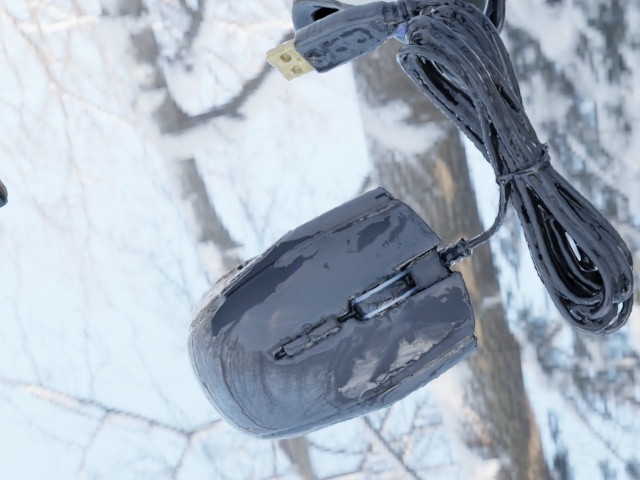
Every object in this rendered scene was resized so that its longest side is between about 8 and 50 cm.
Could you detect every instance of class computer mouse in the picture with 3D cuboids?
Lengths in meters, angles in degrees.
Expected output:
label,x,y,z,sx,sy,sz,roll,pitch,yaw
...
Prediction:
label,x,y,z,sx,sy,sz,roll,pitch,yaw
computer mouse,0.000,0.000,0.692,0.262,0.184,0.060,-24,-175,38

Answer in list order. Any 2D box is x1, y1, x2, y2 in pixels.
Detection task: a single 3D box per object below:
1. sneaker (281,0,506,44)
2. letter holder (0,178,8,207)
label,x,y,z,sx,sy,sz,roll,pitch,yaw
sneaker,0.079,-0.209,0.840,0.127,0.315,0.182,5,-123,-46
letter holder,-0.333,-0.111,0.732,0.152,0.302,0.214,-39,-130,2
